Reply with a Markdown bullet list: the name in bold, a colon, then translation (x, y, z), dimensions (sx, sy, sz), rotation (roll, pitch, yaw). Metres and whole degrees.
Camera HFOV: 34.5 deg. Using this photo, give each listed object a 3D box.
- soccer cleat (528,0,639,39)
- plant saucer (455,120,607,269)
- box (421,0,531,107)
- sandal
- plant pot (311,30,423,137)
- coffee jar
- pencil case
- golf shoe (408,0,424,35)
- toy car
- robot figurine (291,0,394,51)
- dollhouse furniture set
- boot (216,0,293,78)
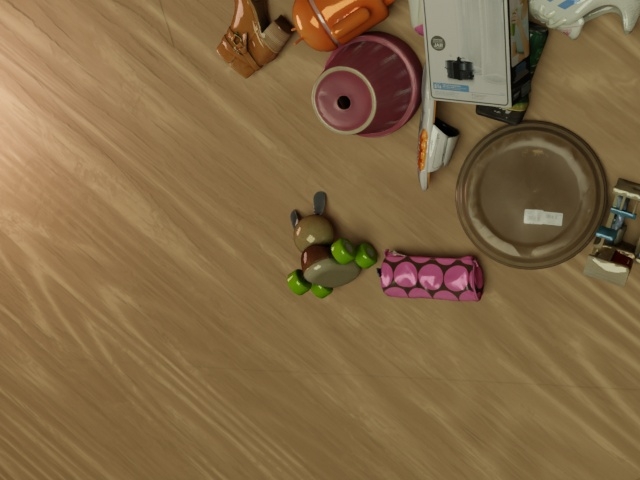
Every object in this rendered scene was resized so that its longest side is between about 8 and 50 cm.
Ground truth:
- **soccer cleat**: translation (0.392, -0.423, 1.776), dimensions (0.331, 0.116, 0.143), rotation (8, 99, 20)
- **plant saucer**: translation (0.387, -0.084, 1.900), dimensions (0.277, 0.041, 0.278), rotation (0, 90, 11)
- **box**: translation (0.264, -0.383, 1.762), dimensions (0.169, 0.087, 0.290), rotation (13, 123, 33)
- **sandal**: translation (0.226, -0.213, 1.948), dimensions (0.076, 0.102, 0.265), rotation (2, 118, 0)
- **plant pot**: translation (0.077, -0.282, 1.946), dimensions (0.201, 0.180, 0.201), rotation (8, 112, 21)
- **coffee jar**: translation (0.345, -0.305, 1.872), dimensions (0.096, 0.079, 0.184), rotation (19, 116, 18)
- **pencil case**: translation (0.223, 0.070, 2.068), dimensions (0.209, 0.095, 0.098), rotation (2, 94, 22)
- **golf shoe**: translation (0.182, -0.528, 1.860), dimensions (0.140, 0.115, 0.306), rotation (18, 115, 35)
- **toy car**: translation (0.000, 0.000, 2.145), dimensions (0.155, 0.149, 0.188), rotation (-35, 64, 27)
- **robot figurine**: translation (0.040, -0.437, 1.920), dimensions (0.219, 0.128, 0.158), rotation (-30, 72, 11)
- **dollhouse furniture set**: translation (0.560, -0.008, 1.823), dimensions (0.128, 0.183, 0.129), rotation (19, 116, 18)
- **boot**: translation (-0.163, -0.434, 2.065), dimensions (0.152, 0.073, 0.197), rotation (-39, 88, 35)
